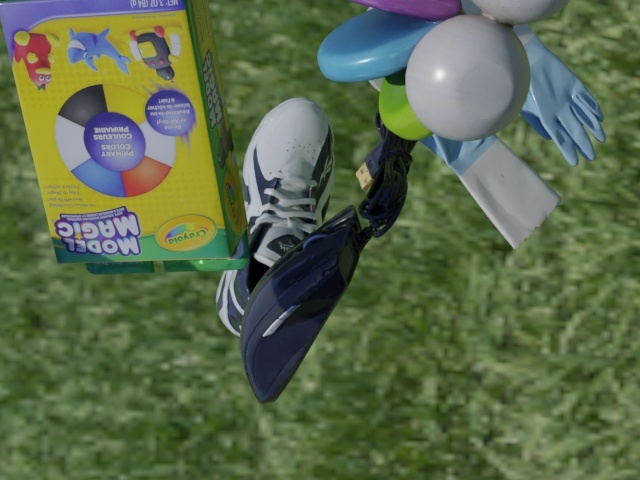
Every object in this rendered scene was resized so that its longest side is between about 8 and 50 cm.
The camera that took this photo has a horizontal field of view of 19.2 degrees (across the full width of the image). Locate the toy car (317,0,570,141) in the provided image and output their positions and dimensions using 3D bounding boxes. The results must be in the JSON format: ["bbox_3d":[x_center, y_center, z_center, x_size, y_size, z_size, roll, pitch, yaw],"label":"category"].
[{"bbox_3d":[0.062,-0.154,1.129,0.182,0.136,0.159,-65,22,12],"label":"toy car"}]

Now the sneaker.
[{"bbox_3d":[-0.028,-0.013,1.755,0.235,0.094,0.153,-68,18,3],"label":"sneaker"}]

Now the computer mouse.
[{"bbox_3d":[0.000,0.000,1.534,0.262,0.060,0.184,-57,9,37],"label":"computer mouse"}]

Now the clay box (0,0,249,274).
[{"bbox_3d":[-0.125,-0.067,1.254,0.127,0.053,0.222,-2,117,14],"label":"clay box"}]

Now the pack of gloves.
[{"bbox_3d":[0.172,-0.132,1.930,0.232,0.195,0.046,47,154,-5],"label":"pack of gloves"}]
